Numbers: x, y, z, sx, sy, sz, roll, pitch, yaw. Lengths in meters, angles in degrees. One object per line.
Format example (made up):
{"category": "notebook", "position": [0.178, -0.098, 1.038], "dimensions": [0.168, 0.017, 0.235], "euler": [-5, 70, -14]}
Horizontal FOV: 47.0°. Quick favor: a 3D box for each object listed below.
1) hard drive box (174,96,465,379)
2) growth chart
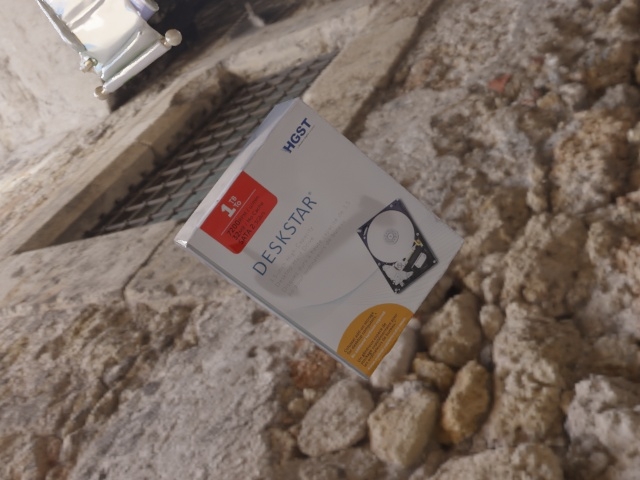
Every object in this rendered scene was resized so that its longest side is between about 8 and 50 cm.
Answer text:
{"category": "hard drive box", "position": [0.000, 0.000, 0.753], "dimensions": [0.232, 0.089, 0.181], "euler": [37, -97, -17]}
{"category": "growth chart", "position": [-0.233, -0.262, 0.710], "dimensions": [0.237, 0.172, 0.021], "euler": [59, -139, -20]}
